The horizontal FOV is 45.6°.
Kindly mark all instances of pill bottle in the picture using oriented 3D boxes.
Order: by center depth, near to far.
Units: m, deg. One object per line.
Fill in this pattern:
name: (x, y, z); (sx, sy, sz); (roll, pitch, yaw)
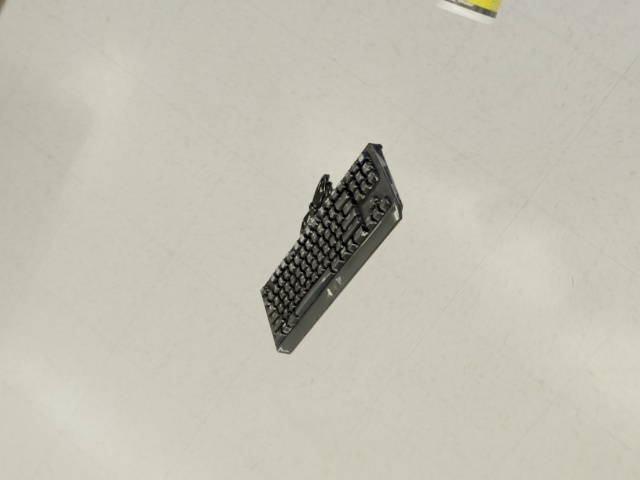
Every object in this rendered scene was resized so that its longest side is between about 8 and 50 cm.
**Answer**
pill bottle: (0.305, -0.521, 1.418); (0.119, 0.119, 0.208); (24, 111, 13)

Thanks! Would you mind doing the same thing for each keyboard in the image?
keyboard: (0.000, 0.000, 0.618); (0.023, 0.108, 0.180); (17, 128, -29)
